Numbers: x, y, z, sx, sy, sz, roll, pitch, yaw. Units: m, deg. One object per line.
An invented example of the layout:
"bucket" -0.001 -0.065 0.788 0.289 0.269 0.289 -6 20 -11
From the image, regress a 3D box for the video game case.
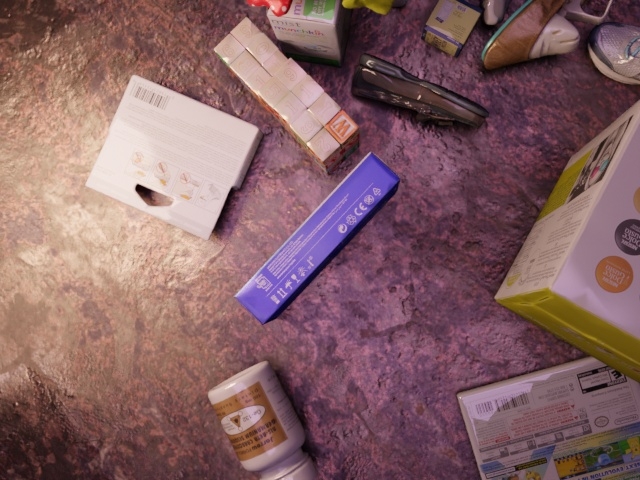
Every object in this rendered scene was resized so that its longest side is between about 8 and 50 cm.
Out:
"video game case" 0.454 0.388 1.170 0.328 0.036 0.300 -16 87 3

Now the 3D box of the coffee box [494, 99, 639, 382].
"coffee box" 0.535 0.032 1.011 0.337 0.338 0.334 29 84 6

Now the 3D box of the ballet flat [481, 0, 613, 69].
"ballet flat" 0.454 -0.423 1.158 0.342 0.116 0.124 -45 71 -4

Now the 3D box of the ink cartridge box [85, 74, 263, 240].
"ink cartridge box" -0.284 -0.160 1.232 0.275 0.060 0.239 24 91 4

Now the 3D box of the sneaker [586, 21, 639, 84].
"sneaker" 0.628 -0.327 1.139 0.283 0.122 0.110 29 90 5

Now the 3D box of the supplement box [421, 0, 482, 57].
"supplement box" 0.249 -0.412 1.203 0.083 0.056 0.083 30 90 5

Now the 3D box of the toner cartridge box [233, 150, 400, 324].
"toner cartridge box" 0.000 0.000 1.153 0.075 0.165 0.348 43 91 4

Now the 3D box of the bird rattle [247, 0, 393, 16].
"bird rattle" 0.005 -0.446 0.983 0.253 0.143 0.207 6 77 13

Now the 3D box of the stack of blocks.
"stack of blocks" -0.059 -0.266 1.164 0.087 0.171 0.297 -43 85 1

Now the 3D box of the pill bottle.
"pill bottle" -0.102 0.352 1.163 0.131 0.131 0.229 -28 86 3

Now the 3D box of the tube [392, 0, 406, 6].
"tube" 0.169 -0.560 1.221 0.080 0.052 0.207 18 84 0

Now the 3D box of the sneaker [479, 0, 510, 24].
"sneaker" 0.380 -0.533 1.173 0.115 0.105 0.281 20 89 5

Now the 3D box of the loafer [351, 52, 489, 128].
"loafer" 0.184 -0.267 1.197 0.267 0.096 0.084 29 110 11

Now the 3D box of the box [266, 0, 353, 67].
"box" -0.004 -0.482 1.138 0.126 0.231 0.262 10 88 5
